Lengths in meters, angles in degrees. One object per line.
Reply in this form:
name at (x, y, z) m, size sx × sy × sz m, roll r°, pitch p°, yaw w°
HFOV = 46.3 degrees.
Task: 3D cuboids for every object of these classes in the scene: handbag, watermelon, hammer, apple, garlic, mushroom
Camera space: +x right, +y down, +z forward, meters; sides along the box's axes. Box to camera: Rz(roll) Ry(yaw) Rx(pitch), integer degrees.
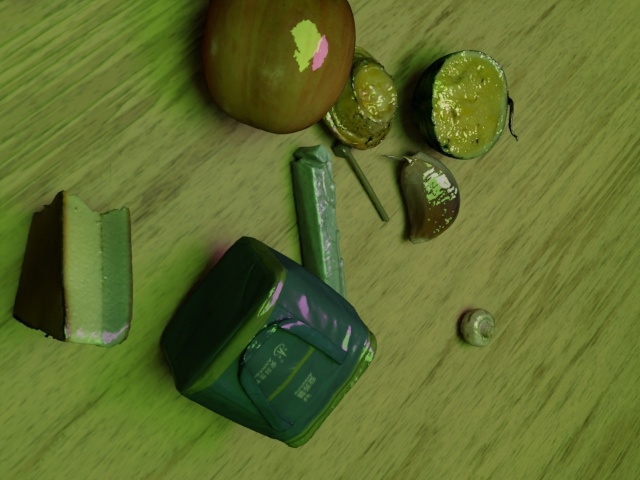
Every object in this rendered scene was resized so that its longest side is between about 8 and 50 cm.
handbag at (-0.082, 0.162, 1.166) m, size 0.241 × 0.222 × 0.263 m, roll 36°, pitch 91°, yaw -32°
watermelon at (0.264, -0.262, 1.456) m, size 0.232 × 0.127 × 0.204 m, roll -23°, pitch 108°, yaw -32°
hammer at (0.088, -0.116, 1.407) m, size 0.060 × 0.028 × 0.195 m, roll -51°, pitch 125°, yaw -30°
apple at (-0.065, -0.290, 1.154) m, size 0.242 × 0.242 × 0.241 m, roll 8°, pitch 102°, yaw -38°
garlic at (0.200, -0.100, 1.454) m, size 0.128 × 0.090 × 0.198 m, roll -28°, pitch 116°, yaw -19°
mushroom at (0.340, 0.187, 1.598) m, size 0.083 × 0.067 × 0.083 m, roll -12°, pitch 108°, yaw -40°

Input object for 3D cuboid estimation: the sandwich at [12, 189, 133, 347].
sandwich at (-0.313, 0.035, 0.986) m, size 0.108 × 0.220 × 0.186 m, roll 14°, pitch 86°, yaw -36°

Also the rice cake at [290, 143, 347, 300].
rice cake at (0.000, 0.000, 1.321) m, size 0.063 × 0.066 × 0.336 m, roll -19°, pitch 107°, yaw -44°

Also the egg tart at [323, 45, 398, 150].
egg tart at (0.077, -0.256, 1.335) m, size 0.191 × 0.074 × 0.191 m, roll 4°, pitch 83°, yaw -40°
